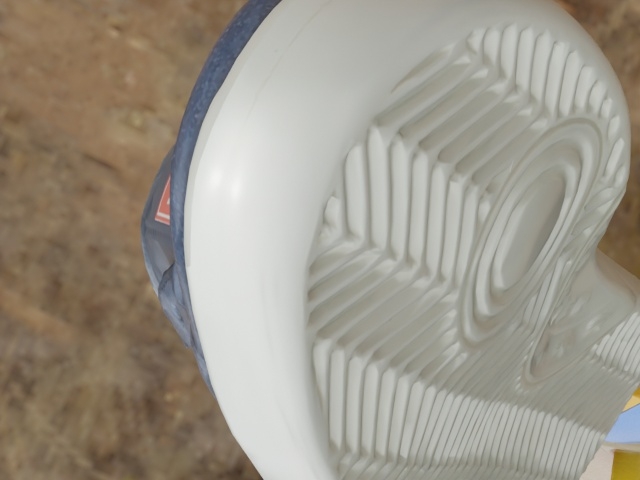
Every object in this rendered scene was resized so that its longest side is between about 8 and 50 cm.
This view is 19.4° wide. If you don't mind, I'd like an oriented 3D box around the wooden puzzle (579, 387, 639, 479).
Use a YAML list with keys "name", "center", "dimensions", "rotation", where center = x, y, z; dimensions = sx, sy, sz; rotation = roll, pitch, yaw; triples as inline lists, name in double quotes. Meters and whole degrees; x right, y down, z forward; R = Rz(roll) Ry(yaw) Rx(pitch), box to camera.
- name: "wooden puzzle"
  center: [0.240, 0.146, 1.419]
  dimensions: [0.348, 0.080, 0.322]
  rotation: [26, 152, -14]

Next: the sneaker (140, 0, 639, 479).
- name: "sneaker"
  center: [0.000, 0.000, 0.523]
  dimensions: [0.148, 0.131, 0.350]
  rotation: [32, 173, 20]
